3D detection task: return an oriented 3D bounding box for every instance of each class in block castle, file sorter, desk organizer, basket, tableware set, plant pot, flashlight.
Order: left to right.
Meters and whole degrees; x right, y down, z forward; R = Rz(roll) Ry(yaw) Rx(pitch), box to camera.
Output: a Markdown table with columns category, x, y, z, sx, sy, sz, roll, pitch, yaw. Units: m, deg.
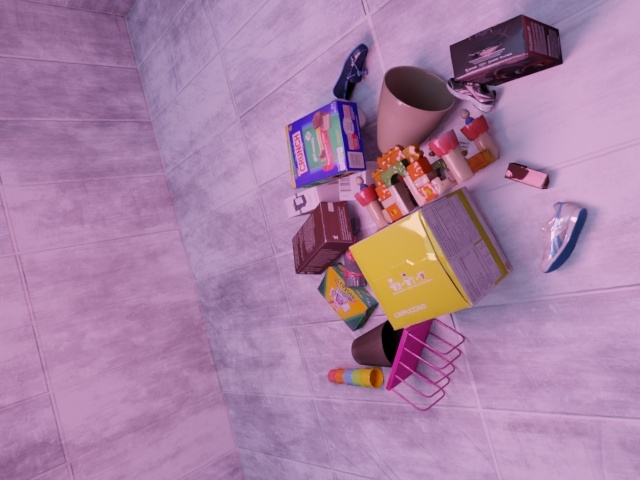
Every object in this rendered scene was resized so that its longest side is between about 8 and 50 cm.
| category | x | y | z | sx | sy | sz | roll | pitch | yaw |
| --- | --- | --- | --- | --- | --- | --- | --- | --- | --- |
| flashlight | 0.144 | 0.054 | 2.016 | 0.103 | 0.103 | 0.304 | 64 | -157 | -87 |
| basket | 0.249 | 0.461 | 1.991 | 0.227 | 0.154 | 0.204 | -30 | 63 | 50 |
| plant pot | 0.306 | -0.438 | 1.662 | 0.256 | 0.257 | 0.274 | 53 | 148 | 23 |
| block castle | 0.345 | -0.244 | 1.578 | 0.453 | 0.303 | 0.212 | -32 | 89 | 49 |
| file sorter | 0.413 | 0.476 | 1.784 | 0.182 | 0.202 | 0.290 | 30 | 120 | 35 |
| tableware set | 0.462 | -0.316 | 1.666 | 0.154 | 0.024 | 0.104 | 18 | 119 | 41 |
| desk organizer | 0.661 | -0.207 | 1.464 | 0.130 | 0.047 | 0.050 | 29 | 117 | 38 |

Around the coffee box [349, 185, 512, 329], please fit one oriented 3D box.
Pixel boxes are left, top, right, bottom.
| category | x | y | z | sx | sy | sz | roll | pitch | yaw |
| --- | --- | --- | --- | --- | --- | --- | --- | --- | --- |
| coffee box | 0.376 | 0.062 | 1.584 | 0.338 | 0.334 | 0.338 | -31 | 86 | 46 |

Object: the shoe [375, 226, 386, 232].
| category | x | y | z | sx | sy | sz | roll | pitch | yaw |
| --- | --- | --- | --- | --- | --- | --- | --- | --- | --- |
| shoe | 0.233 | 0.026 | 1.947 | 0.058 | 0.077 | 0.219 | 47 | 134 | 45 |

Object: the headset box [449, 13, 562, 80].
| category | x | y | z | sx | sy | sz | roll | pitch | yaw |
| --- | --- | --- | --- | --- | --- | --- | --- | --- | --- |
| headset box | 0.534 | -0.542 | 1.334 | 0.218 | 0.293 | 0.110 | -6 | 95 | 46 |

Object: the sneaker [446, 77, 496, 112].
| category | x | y | z | sx | sy | sz | roll | pitch | yaw |
| --- | --- | --- | --- | --- | --- | --- | --- | --- | --- |
| sneaker | 0.510 | -0.505 | 1.530 | 0.178 | 0.072 | 0.077 | 37 | 136 | 20 |

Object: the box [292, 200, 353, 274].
| category | x | y | z | sx | sy | sz | roll | pitch | yaw |
| --- | --- | --- | --- | --- | --- | --- | --- | --- | --- |
| box | 0.000 | 0.000 | 2.051 | 0.381 | 0.143 | 0.191 | 130 | 137 | -58 |

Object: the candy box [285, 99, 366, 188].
| category | x | y | z | sx | sy | sz | roll | pitch | yaw |
| --- | --- | --- | --- | --- | --- | --- | --- | --- | --- |
| candy box | 0.011 | -0.365 | 1.799 | 0.317 | 0.122 | 0.268 | -11 | 86 | 49 |

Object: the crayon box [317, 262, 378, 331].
| category | x | y | z | sx | sy | sz | roll | pitch | yaw |
| --- | --- | --- | --- | --- | --- | --- | --- | --- | --- |
| crayon box | 0.121 | 0.257 | 2.120 | 0.278 | 0.081 | 0.165 | 48 | 130 | 28 |

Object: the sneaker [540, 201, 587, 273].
| category | x | y | z | sx | sy | sz | roll | pitch | yaw |
| --- | --- | --- | --- | --- | --- | --- | --- | --- | --- |
| sneaker | 0.731 | -0.007 | 1.420 | 0.092 | 0.087 | 0.228 | 35 | 116 | 44 |

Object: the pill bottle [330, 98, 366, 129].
| category | x | y | z | sx | sy | sz | roll | pitch | yaw |
| --- | --- | --- | --- | --- | --- | --- | --- | --- | --- |
| pill bottle | 0.053 | -0.435 | 1.959 | 0.169 | 0.169 | 0.301 | 55 | 133 | 22 |

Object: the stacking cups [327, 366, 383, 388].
| category | x | y | z | sx | sy | sz | roll | pitch | yaw |
| --- | --- | --- | --- | --- | --- | --- | --- | --- | --- |
| stacking cups | 0.153 | 0.640 | 2.182 | 0.316 | 0.096 | 0.096 | -13 | 90 | 50 |

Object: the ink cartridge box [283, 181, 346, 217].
| category | x | y | z | sx | sy | sz | roll | pitch | yaw |
| --- | --- | --- | --- | --- | --- | --- | --- | --- | --- |
| ink cartridge box | -0.027 | -0.184 | 2.100 | 0.237 | 0.172 | 0.100 | -15 | 89 | 48 |

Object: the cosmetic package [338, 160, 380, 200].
| category | x | y | z | sx | sy | sz | roll | pitch | yaw |
| --- | --- | --- | --- | --- | --- | --- | --- | --- | --- |
| cosmetic package | 0.187 | -0.242 | 1.852 | 0.151 | 0.184 | 0.151 | 4 | 102 | 47 |

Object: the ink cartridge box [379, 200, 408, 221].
| category | x | y | z | sx | sy | sz | roll | pitch | yaw |
| --- | --- | --- | --- | --- | --- | --- | --- | --- | --- |
| ink cartridge box | 0.279 | -0.117 | 1.831 | 0.052 | 0.122 | 0.088 | -46 | 66 | 42 |

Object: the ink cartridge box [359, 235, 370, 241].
| category | x | y | z | sx | sy | sz | roll | pitch | yaw |
| --- | --- | --- | --- | --- | --- | --- | --- | --- | --- |
| ink cartridge box | 0.274 | 0.042 | 1.815 | 0.087 | 0.208 | 0.153 | -26 | 80 | 50 |

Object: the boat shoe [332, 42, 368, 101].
| category | x | y | z | sx | sy | sz | roll | pitch | yaw |
| --- | --- | --- | --- | --- | --- | --- | --- | --- | --- |
| boat shoe | 0.141 | -0.676 | 1.874 | 0.089 | 0.109 | 0.258 | 52 | 148 | 15 |
